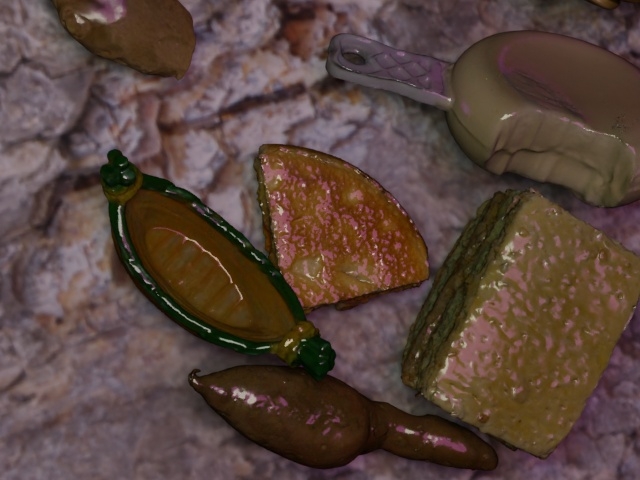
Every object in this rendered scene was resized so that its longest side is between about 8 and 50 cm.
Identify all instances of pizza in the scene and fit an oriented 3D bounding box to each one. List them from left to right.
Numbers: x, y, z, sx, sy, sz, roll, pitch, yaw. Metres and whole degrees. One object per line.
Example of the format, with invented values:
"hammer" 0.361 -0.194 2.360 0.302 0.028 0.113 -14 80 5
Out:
"pizza" 0.000 0.000 1.150 0.175 0.046 0.134 45 71 -9

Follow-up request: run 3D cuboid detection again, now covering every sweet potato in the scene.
"sweet potato" 0.013 0.143 1.124 0.270 0.075 0.074 17 78 -21

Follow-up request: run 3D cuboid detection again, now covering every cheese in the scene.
"cheese" 0.143 -0.113 1.177 0.286 0.082 0.163 12 41 -8

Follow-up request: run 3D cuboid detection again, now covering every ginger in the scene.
"ginger" -0.166 -0.200 1.105 0.095 0.069 0.190 -30 95 -15

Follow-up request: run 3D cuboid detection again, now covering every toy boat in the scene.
"toy boat" -0.083 0.024 1.087 0.229 0.088 0.089 43 65 -2

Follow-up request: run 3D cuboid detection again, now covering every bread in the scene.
"bread" 0.158 0.067 1.168 0.138 0.102 0.196 30 78 -11

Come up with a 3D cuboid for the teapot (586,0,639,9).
"teapot" 0.241 -0.264 1.217 0.311 0.167 0.203 19 32 -40
